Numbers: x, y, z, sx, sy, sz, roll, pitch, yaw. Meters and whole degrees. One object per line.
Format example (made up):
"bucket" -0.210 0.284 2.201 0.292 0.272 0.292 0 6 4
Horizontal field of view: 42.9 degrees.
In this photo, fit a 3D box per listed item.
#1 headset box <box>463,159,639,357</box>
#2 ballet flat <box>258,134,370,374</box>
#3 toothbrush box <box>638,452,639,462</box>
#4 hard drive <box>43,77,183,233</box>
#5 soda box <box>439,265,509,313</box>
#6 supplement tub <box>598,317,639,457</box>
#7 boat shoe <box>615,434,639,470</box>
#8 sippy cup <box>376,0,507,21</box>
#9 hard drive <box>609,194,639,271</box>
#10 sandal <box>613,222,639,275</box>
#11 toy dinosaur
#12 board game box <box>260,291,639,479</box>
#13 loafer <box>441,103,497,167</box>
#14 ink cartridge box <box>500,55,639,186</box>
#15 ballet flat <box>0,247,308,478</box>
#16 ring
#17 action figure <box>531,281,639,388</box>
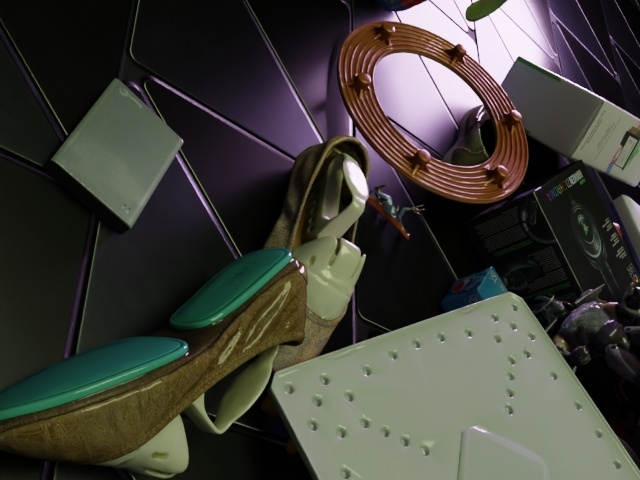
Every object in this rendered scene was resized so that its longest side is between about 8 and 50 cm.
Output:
"headset box" 0.388 0.043 1.302 0.246 0.131 0.283 -26 90 -52
"ballet flat" 0.000 0.000 0.892 0.107 0.106 0.316 34 46 -32
"toothbrush box" 0.471 0.373 1.074 0.216 0.126 0.295 -50 152 -50
"hard drive" -0.194 -0.083 0.783 0.094 0.022 0.135 44 41 -23
"soda box" 0.256 0.146 1.137 0.210 0.067 0.071 56 38 -9
"supplement tub" 0.548 0.199 1.205 0.207 0.207 0.338 -59 159 -48
"boat shoe" 0.249 0.249 1.035 0.324 0.116 0.123 37 57 -4
"sippy cup" 0.164 -0.484 1.276 0.240 0.224 0.305 -26 90 -54
"hard drive" 0.648 0.082 1.493 0.210 0.040 0.318 30 37 -33
"sandal" 0.521 0.056 1.488 0.076 0.102 0.265 37 36 -28
"toy dinosaur" 0.091 -0.034 1.092 0.090 0.047 0.082 -17 91 -19
"board game box" 0.178 0.264 0.845 0.390 0.050 0.390 -13 63 -38
"loafer" 0.275 -0.158 1.323 0.094 0.087 0.251 51 39 -16
"ink cartridge box" 0.475 -0.214 1.495 0.278 0.117 0.201 11 24 -46
"ballet flat" -0.120 0.119 0.687 0.342 0.116 0.124 -32 112 -50
"ring" 0.176 -0.201 1.200 0.336 0.032 0.336 16 51 -21
"action figure" 0.397 0.135 1.062 0.185 0.285 0.099 -42 135 -16
